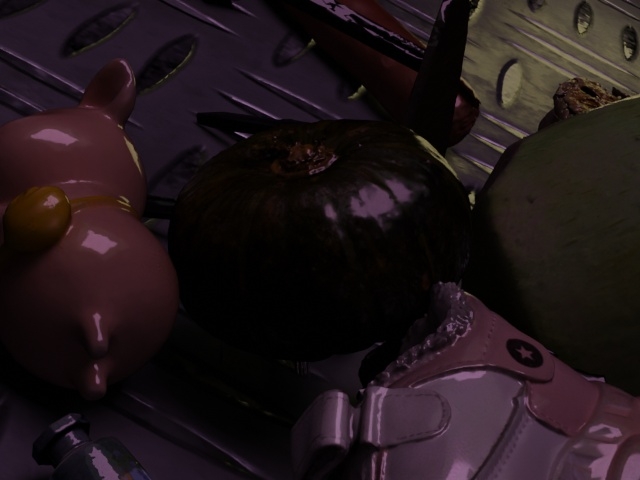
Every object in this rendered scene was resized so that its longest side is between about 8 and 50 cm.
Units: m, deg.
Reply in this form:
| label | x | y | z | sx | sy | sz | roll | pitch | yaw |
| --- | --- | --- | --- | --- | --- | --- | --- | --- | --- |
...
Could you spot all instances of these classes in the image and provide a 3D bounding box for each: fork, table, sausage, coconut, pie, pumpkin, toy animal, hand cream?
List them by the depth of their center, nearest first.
| label | x | y | z | sx | sy | sz | roll | pitch | yaw |
| --- | --- | --- | --- | --- | --- | --- | --- | --- | --- |
| hand cream | -0.085 | 0.209 | 0.921 | 0.256 | 0.055 | 0.088 | 48 | 25 | 22 |
| toy animal | -0.177 | 0.003 | 1.078 | 0.149 | 0.165 | 0.248 | 10 | 41 | -21 |
| pumpkin | 0.000 | 0.000 | 1.118 | 0.223 | 0.157 | 0.224 | -14 | 26 | 7 |
| fork | -0.026 | 0.072 | 1.260 | 0.016 | 0.012 | 0.115 | 22 | 25 | -27 |
| coconut | 0.252 | 0.029 | 1.309 | 0.328 | 0.328 | 0.281 | 6 | 55 | -38 |
| table | -0.022 | -0.123 | 1.352 | 0.249 | 0.317 | 0.317 | 16 | 24 | 10 |
| pie | 0.372 | -0.085 | 1.810 | 0.274 | 0.055 | 0.274 | 35 | 31 | -25 |
| sausage | 0.042 | -0.252 | 1.829 | 0.094 | 0.094 | 0.419 | -34 | 53 | -10 |

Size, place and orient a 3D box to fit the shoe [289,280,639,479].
| label | x | y | z | sx | sy | sz | roll | pitch | yaw |
| --- | --- | --- | --- | --- | --- | --- | --- | --- | --- |
| shoe | 0.059 | 0.176 | 0.922 | 0.198 | 0.172 | 0.351 | 38 | 42 | 12 |

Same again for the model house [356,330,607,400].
| label | x | y | z | sx | sy | sz | roll | pitch | yaw |
| --- | --- | --- | --- | --- | --- | --- | --- | --- | --- |
| model house | 0.120 | 0.139 | 1.141 | 0.203 | 0.141 | 0.164 | 18 | 22 | 1 |

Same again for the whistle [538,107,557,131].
| label | x | y | z | sx | sy | sz | roll | pitch | yaw |
| --- | --- | --- | --- | --- | --- | --- | --- | --- | --- |
| whistle | 0.326 | -0.121 | 1.906 | 0.107 | 0.057 | 0.220 | 48 | 25 | 8 |
